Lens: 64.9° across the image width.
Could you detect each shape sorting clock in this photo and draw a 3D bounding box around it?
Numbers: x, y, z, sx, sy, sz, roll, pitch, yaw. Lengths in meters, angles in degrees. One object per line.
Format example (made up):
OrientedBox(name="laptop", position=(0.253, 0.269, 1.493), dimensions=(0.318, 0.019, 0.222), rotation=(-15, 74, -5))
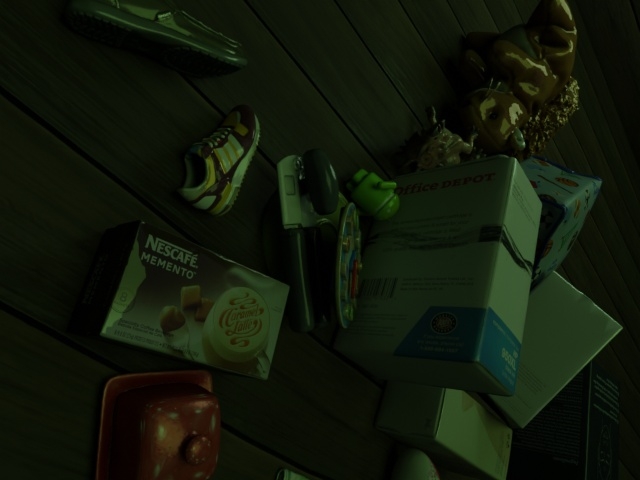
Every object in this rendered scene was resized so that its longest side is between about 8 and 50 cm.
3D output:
OrientedBox(name="shape sorting clock", position=(0.048, 0.040, 0.827), dimensions=(0.206, 0.040, 0.206), rotation=(4, 90, -82))

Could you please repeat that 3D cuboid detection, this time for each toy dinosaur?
OrientedBox(name="toy dinosaur", position=(0.271, -0.171, 1.147), dimensions=(0.200, 0.127, 0.296), rotation=(-52, 133, -28))

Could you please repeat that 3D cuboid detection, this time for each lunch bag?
OrientedBox(name="lunch bag", position=(0.463, 0.014, 1.223), dimensions=(0.328, 0.239, 0.385), rotation=(-21, 132, -44))

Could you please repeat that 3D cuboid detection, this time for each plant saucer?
OrientedBox(name="plant saucer", position=(0.000, 0.000, 0.898), dimensions=(0.241, 0.037, 0.241), rotation=(6, 82, -45))

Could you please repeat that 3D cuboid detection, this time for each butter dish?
OrientedBox(name="butter dish", position=(-0.179, 0.248, 0.623), dimensions=(0.160, 0.118, 0.160), rotation=(10, 78, -44))

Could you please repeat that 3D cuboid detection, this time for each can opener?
OrientedBox(name="can opener", position=(-0.014, 0.001, 0.787), dimensions=(0.076, 0.095, 0.283), rotation=(-6, 89, -45))

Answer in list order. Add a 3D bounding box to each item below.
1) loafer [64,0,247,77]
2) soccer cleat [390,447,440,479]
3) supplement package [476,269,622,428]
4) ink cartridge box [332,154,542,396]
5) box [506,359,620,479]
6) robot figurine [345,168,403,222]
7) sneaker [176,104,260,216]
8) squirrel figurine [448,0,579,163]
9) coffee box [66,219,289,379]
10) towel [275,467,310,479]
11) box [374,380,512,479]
OrientedBox(name="loafer", position=(-0.204, -0.293, 0.679), dimensions=(0.251, 0.094, 0.087), rotation=(7, 84, -45))
OrientedBox(name="soccer cleat", position=(0.159, 0.569, 0.938), dimensions=(0.143, 0.116, 0.331), rotation=(12, 77, -45))
OrientedBox(name="supplement package", position=(0.463, 0.243, 1.101), dimensions=(0.293, 0.177, 0.175), rotation=(-42, 156, -4))
OrientedBox(name="ink cartridge box", position=(0.229, 0.060, 0.949), dimensions=(0.166, 0.285, 0.395), rotation=(41, 58, -37))
OrientedBox(name="box", position=(0.694, 0.552, 1.427), dimensions=(0.293, 0.212, 0.395), rotation=(34, 61, -39))
OrientedBox(name="robot figurine", position=(0.106, -0.086, 0.979), dimensions=(0.115, 0.101, 0.067), rotation=(43, 42, 3))
OrientedBox(name="sneaker", position=(-0.149, -0.132, 0.736), dimensions=(0.084, 0.069, 0.185), rotation=(33, 62, -45))
OrientedBox(name="squirrel figurine", position=(0.517, -0.349, 1.318), dimensions=(0.397, 0.281, 0.370), rotation=(40, 65, -33))
OrientedBox(name="coffee box", position=(-0.172, 0.087, 0.663), dimensions=(0.246, 0.098, 0.141), rotation=(30, 64, -40))
OrientedBox(name="towel", position=(-0.032, 0.451, 0.821), dimensions=(0.152, 0.023, 0.113), rotation=(43, 57, -34))
OrientedBox(name="box", position=(0.265, 0.393, 1.050), dimensions=(0.311, 0.148, 0.121), rotation=(42, 57, -36))
